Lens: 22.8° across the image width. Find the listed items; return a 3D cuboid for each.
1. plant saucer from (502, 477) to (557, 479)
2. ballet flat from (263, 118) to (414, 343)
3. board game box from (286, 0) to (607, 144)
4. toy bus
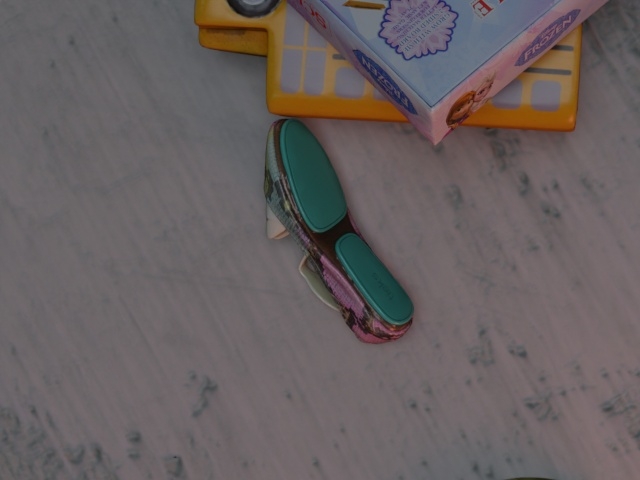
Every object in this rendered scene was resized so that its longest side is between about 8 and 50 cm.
[{"bbox_3d":[0.189,0.334,1.411,0.240,0.037,0.241,0,91,8],"label":"plant saucer"},{"bbox_3d":[0.000,0.000,1.415,0.079,0.077,0.221,-31,92,42],"label":"ballet flat"},{"bbox_3d":[0.104,-0.289,1.309,0.318,0.066,0.318,-39,69,-10],"label":"board game box"},{"bbox_3d":[0.059,-0.169,1.384,0.332,0.108,0.130,4,94,8],"label":"toy bus"}]
